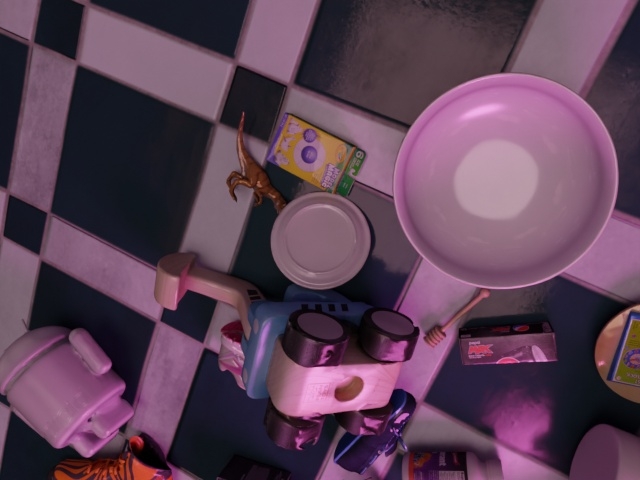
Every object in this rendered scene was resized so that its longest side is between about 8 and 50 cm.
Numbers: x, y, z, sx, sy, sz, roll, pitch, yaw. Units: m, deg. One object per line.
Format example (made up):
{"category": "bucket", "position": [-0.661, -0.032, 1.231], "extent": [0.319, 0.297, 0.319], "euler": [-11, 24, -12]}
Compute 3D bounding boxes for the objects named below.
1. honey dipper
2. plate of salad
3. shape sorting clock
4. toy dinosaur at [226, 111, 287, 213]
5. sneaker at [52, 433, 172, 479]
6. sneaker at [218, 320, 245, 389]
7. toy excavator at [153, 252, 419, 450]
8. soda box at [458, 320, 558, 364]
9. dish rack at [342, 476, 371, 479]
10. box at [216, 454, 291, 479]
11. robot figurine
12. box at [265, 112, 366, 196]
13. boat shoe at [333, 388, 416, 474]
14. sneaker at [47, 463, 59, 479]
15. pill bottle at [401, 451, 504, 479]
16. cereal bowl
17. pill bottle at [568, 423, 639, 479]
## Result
{"category": "honey dipper", "position": [0.268, 0.149, 0.903], "extent": [0.030, 0.030, 0.161], "euler": [43, 106, 4]}
{"category": "plate of salad", "position": [0.000, 0.000, 0.922], "extent": [0.199, 0.048, 0.200], "euler": [-1, 77, 3]}
{"category": "shape sorting clock", "position": [0.595, 0.198, 0.807], "extent": [0.206, 0.040, 0.207], "euler": [3, 103, 12]}
{"category": "toy dinosaur", "position": [-0.147, -0.141, 0.954], "extent": [0.112, 0.064, 0.212], "euler": [-31, 101, 2]}
{"category": "sneaker", "position": [-0.529, 0.581, 1.195], "extent": [0.320, 0.124, 0.180], "euler": [12, 101, 3]}
{"category": "sneaker", "position": [-0.119, 0.283, 1.014], "extent": [0.252, 0.103, 0.111], "euler": [28, 112, 16]}
{"category": "toy excavator", "position": [-0.095, 0.169, 0.925], "extent": [0.432, 0.445, 0.223], "euler": [4, 111, -26]}
{"category": "soda box", "position": [0.352, 0.196, 0.872], "extent": [0.168, 0.053, 0.060], "euler": [-8, 99, 19]}
{"category": "dish rack", "position": [0.035, 0.633, 1.022], "extent": [0.271, 0.074, 0.208], "euler": [-22, 108, -5]}
{"category": "box", "position": [-0.162, 0.623, 1.096], "extent": [0.158, 0.093, 0.156], "euler": [11, 104, 13]}
{"category": "robot figurine", "position": [-0.626, 0.350, 1.118], "extent": [0.353, 0.200, 0.300], "euler": [42, 100, 4]}
{"category": "box", "position": [-0.008, -0.166, 0.908], "extent": [0.179, 0.043, 0.105], "euler": [27, 108, 8]}
{"category": "boat shoe", "position": [0.128, 0.405, 0.972], "extent": [0.089, 0.109, 0.258], "euler": [35, 126, -1]}
{"category": "sneaker", "position": [-0.636, 0.718, 1.239], "extent": [0.286, 0.130, 0.109], "euler": [34, 111, 8]}
{"category": "pill bottle", "position": [0.269, 0.486, 0.930], "extent": [0.193, 0.108, 0.108], "euler": [-8, 99, 18]}
{"category": "cereal bowl", "position": [0.295, -0.098, 0.779], "extent": [0.338, 0.141, 0.339], "euler": [3, 102, 16]}
{"category": "pill bottle", "position": [0.637, 0.463, 0.765], "extent": [0.360, 0.204, 0.204], "euler": [21, 107, 12]}
